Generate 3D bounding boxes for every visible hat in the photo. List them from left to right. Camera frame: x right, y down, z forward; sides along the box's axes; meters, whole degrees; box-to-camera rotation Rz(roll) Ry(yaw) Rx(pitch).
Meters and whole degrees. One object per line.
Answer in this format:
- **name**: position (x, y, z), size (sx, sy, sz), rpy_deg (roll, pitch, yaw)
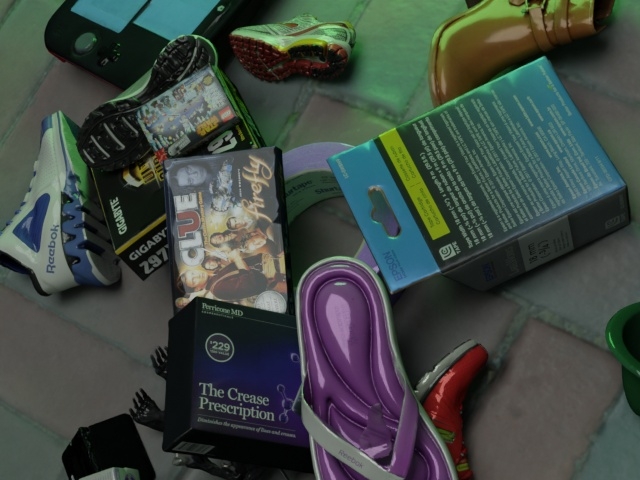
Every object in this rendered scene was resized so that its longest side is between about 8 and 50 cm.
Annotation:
- **hat**: position (0.414, 0.203, 1.773), size (0.173, 0.183, 0.208), rpy_deg (30, 40, 27)

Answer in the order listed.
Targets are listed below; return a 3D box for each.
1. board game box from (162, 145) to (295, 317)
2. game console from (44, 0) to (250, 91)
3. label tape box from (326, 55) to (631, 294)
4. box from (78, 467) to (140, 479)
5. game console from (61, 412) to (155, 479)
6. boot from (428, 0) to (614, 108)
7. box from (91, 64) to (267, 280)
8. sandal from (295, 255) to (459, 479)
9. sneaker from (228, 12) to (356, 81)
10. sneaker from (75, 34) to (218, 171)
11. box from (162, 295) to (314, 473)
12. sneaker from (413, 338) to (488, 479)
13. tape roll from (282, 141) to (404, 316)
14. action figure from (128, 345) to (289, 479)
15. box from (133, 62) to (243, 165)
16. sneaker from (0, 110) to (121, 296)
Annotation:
- **board game box**: position (-0.126, 0.002, 1.959), size (0.165, 0.042, 0.243), rpy_deg (-7, 83, 12)
- **game console**: position (-0.252, -0.413, 2.341), size (0.342, 0.060, 0.386), rpy_deg (28, 75, 44)
- **label tape box**: position (0.210, -0.068, 1.922), size (0.334, 0.106, 0.240), rpy_deg (-25, 58, 1)
- **box**: position (-0.257, 0.468, 1.911), size (0.067, 0.063, 0.324), rpy_deg (-23, 68, 23)
- **game console**: position (-0.310, 0.329, 2.077), size (0.107, 0.071, 0.122), rpy_deg (-54, 48, 31)
- **boot**: position (0.286, -0.278, 2.009), size (0.220, 0.109, 0.283), rpy_deg (3, 46, 32)
- **box**: position (-0.214, -0.117, 2.150), size (0.257, 0.079, 0.322), rpy_deg (-35, 35, 6)
- **sandal**: position (0.050, 0.212, 1.766), size (0.169, 0.102, 0.416), rpy_deg (-21, 71, 4)
- **sneaker**: position (-0.043, -0.304, 2.227), size (0.225, 0.088, 0.092), rpy_deg (9, 50, 30)
- **sneaker**: position (-0.252, -0.201, 2.147), size (0.271, 0.108, 0.100), rpy_deg (-40, 93, 12)
- **box**: position (-0.066, 0.194, 1.870), size (0.103, 0.261, 0.184), rpy_deg (-43, 42, 51)
- **sneaker**: position (0.152, 0.261, 1.846), size (0.118, 0.107, 0.279), rpy_deg (29, 84, 15)
- **tape roll**: position (0.000, 0.000, 2.040), size (0.275, 0.090, 0.274), rpy_deg (-12, 61, 22)
- **action figure**: position (-0.145, 0.250, 1.958), size (0.276, 0.141, 0.164), rpy_deg (21, 74, 36)
- **box**: position (-0.191, -0.180, 2.060), size (0.137, 0.027, 0.094), rpy_deg (-32, 77, 13)
- **sneaker**: position (-0.437, -0.043, 2.254), size (0.182, 0.127, 0.315), rpy_deg (-22, 60, 13)
